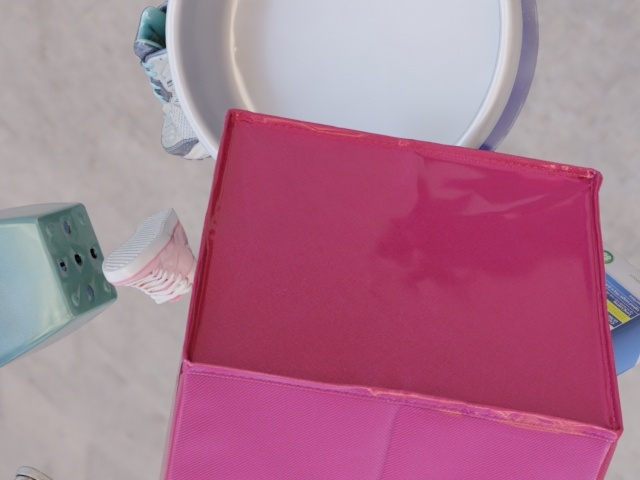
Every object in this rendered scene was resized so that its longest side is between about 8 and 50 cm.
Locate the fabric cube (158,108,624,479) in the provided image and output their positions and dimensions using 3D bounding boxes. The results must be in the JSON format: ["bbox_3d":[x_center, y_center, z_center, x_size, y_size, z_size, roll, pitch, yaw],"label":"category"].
[{"bbox_3d":[0.035,0.106,1.169,0.259,0.254,0.258,10,128,-2],"label":"fabric cube"}]

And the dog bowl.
[{"bbox_3d":[0.025,-0.153,1.362,0.265,0.265,0.104,36,-167,14],"label":"dog bowl"}]

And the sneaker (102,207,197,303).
[{"bbox_3d":[-0.133,0.025,1.503,0.051,0.134,0.070,-19,104,16],"label":"sneaker"}]

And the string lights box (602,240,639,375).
[{"bbox_3d":[0.187,0.091,1.697,0.133,0.260,0.076,42,141,31],"label":"string lights box"}]

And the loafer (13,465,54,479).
[{"bbox_3d":[-0.231,0.252,1.659,0.125,0.039,0.045,40,148,-23],"label":"loafer"}]

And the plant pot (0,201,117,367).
[{"bbox_3d":[-0.335,0.053,1.820,0.234,0.166,0.165,-19,93,21],"label":"plant pot"}]

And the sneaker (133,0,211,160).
[{"bbox_3d":[-0.131,-0.186,1.817,0.122,0.110,0.283,7,144,-17],"label":"sneaker"}]
